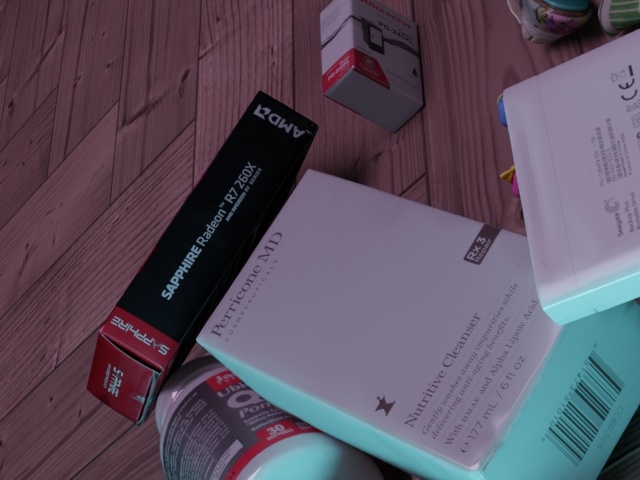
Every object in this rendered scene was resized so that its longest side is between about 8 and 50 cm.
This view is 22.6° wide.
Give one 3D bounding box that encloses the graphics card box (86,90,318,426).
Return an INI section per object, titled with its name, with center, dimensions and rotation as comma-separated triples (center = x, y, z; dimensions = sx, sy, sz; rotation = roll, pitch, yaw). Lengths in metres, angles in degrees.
[graphics card box]
center = -0.144, 0.023, 1.921
dimensions = 0.371, 0.094, 0.233
rotation = -57, -2, -24

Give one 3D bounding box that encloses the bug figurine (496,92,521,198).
[bug figurine]
center = 0.171, -0.025, 1.627
dimensions = 0.279, 0.072, 0.216
rotation = -56, 29, 14

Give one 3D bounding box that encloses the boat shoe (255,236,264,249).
[boat shoe]
center = 0.000, 0.000, 1.892
dimensions = 0.228, 0.076, 0.080
rotation = -12, 57, 57

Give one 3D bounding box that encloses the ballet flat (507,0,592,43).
[ballet flat]
center = 0.236, -0.260, 1.724
dimensions = 0.221, 0.077, 0.079
rotation = -102, 27, -56

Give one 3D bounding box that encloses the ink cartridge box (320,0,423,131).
[ink cartridge box]
center = 0.061, -0.220, 1.935
dimensions = 0.063, 0.109, 0.150
rotation = -42, 35, 37

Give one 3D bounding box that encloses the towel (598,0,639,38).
[towel]
center = 0.366, -0.318, 1.478
dimensions = 0.247, 0.038, 0.325
rotation = -65, 11, -8

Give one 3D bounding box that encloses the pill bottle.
[pill bottle]
center = -0.068, 0.235, 1.707
dimensions = 0.176, 0.176, 0.318
rotation = -62, 28, 4

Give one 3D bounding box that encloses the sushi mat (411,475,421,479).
[sushi mat]
center = 0.157, 0.249, 1.480
dimensions = 0.151, 0.019, 0.316
rotation = -52, 30, 24

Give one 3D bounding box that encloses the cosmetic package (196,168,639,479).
[cosmetic package]
center = 0.093, 0.093, 1.451
dimensions = 0.385, 0.156, 0.217
rotation = 18, 71, 46

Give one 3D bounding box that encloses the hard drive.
[hard drive]
center = 0.322, -0.095, 1.253
dimensions = 0.353, 0.047, 0.233
rotation = -23, 49, 24
